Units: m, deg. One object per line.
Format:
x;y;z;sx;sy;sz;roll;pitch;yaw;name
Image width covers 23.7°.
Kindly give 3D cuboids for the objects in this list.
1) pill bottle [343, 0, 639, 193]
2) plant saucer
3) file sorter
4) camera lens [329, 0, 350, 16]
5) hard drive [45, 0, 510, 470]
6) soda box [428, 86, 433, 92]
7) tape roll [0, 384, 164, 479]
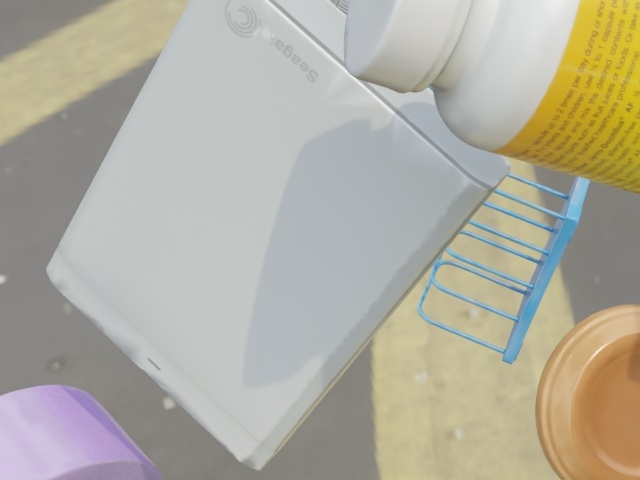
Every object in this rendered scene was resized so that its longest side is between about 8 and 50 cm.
0.121;-0.086;0.668;0.208;0.117;0.117;15;25;-14;pill bottle
0.306;0.162;1.471;0.200;0.200;0.037;-22;8;-14;plant saucer
0.170;0.001;1.408;0.104;0.170;0.118;22;34;6;file sorter
0.131;-0.261;1.592;0.274;0.219;0.219;33;44;10;camera lens
-0.042;-0.009;0.938;0.203;0.307;0.040;42;44;7;hard drive
0.080;-0.126;1.120;0.071;0.210;0.067;-25;73;-32;soda box
-0.259;0.246;1.215;0.275;0.274;0.090;-30;59;-27;tape roll
